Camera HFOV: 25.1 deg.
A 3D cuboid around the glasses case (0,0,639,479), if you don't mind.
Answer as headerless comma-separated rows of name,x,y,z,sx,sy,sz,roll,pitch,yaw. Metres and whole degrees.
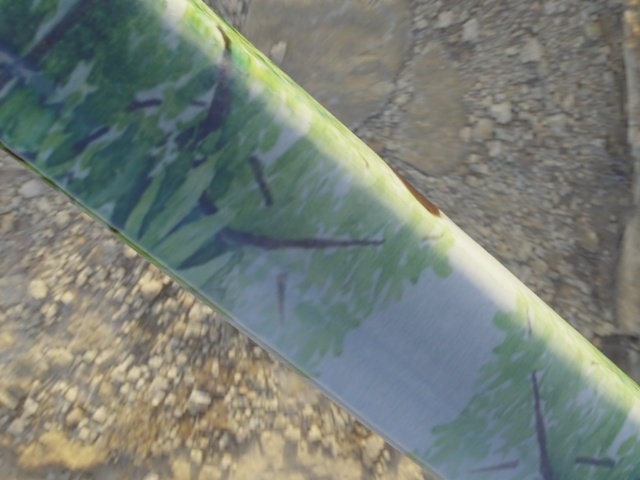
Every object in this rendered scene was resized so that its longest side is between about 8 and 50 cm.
glasses case,0.000,0.000,0.421,0.272,0.095,0.062,40,93,-28
